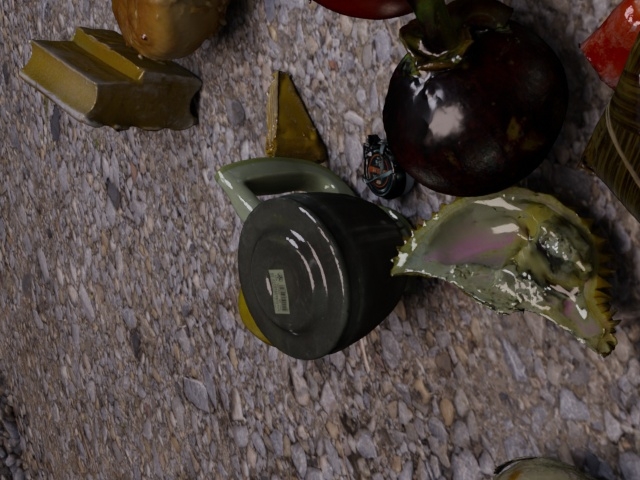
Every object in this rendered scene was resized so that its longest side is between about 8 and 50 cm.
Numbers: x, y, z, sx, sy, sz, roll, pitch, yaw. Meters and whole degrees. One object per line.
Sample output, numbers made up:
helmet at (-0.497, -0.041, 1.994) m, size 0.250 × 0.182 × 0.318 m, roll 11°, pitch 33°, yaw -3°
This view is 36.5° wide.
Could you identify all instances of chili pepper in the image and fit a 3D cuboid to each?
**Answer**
chili pepper at (0.364, -0.232, 1.053) m, size 0.192 × 0.086 × 0.084 m, roll -44°, pitch 48°, yaw 52°

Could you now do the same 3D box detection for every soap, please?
soap at (-0.409, -0.310, 1.890) m, size 0.281 × 0.259 × 0.143 m, roll 35°, pitch 121°, yaw 38°

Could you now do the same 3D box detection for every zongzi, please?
zongzi at (0.386, -0.089, 0.995) m, size 0.248 × 0.111 × 0.241 m, roll 55°, pitch 163°, yaw 28°

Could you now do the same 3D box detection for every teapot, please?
teapot at (0.001, 0.023, 1.474) m, size 0.321 × 0.239 × 0.240 m, roll 25°, pitch 119°, yaw 41°

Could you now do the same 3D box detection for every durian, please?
durian at (0.252, 0.031, 1.213) m, size 0.306 × 0.166 × 0.172 m, roll 31°, pitch 127°, yaw 32°

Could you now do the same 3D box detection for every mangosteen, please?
mangosteen at (0.165, -0.190, 1.173) m, size 0.231 × 0.231 × 0.289 m, roll 8°, pitch 149°, yaw 51°

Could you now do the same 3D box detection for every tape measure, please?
tape measure at (0.100, -0.106, 1.458) m, size 0.094 × 0.054 × 0.091 m, roll 35°, pitch 128°, yaw 49°

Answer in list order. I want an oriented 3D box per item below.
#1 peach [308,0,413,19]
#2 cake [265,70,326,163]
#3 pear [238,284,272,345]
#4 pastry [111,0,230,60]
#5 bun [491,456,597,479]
peach at (0.090, -0.414, 1.243) m, size 0.362 × 0.201 × 0.258 m, roll -115°, pitch 39°, yaw -66°
cake at (-0.074, -0.191, 1.614) m, size 0.079 × 0.116 × 0.185 m, roll -39°, pitch 75°, yaw 52°
pear at (-0.063, 0.109, 1.658) m, size 0.162 × 0.148 × 0.149 m, roll 45°, pitch 133°, yaw 34°
pastry at (-0.264, -0.466, 1.708) m, size 0.316 × 0.184 × 0.285 m, roll 53°, pitch 145°, yaw 45°
bun at (0.311, 0.385, 1.264) m, size 0.239 × 0.141 × 0.239 m, roll 24°, pitch 124°, yaw 42°
